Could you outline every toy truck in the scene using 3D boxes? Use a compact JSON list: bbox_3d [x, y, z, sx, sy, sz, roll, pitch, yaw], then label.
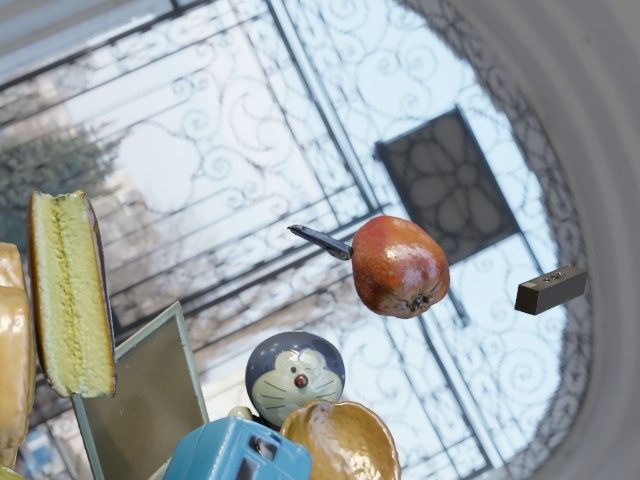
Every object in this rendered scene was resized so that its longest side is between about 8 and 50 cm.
[{"bbox_3d":[-0.132,0.390,1.421,0.162,0.385,0.161,41,-44,-21],"label":"toy truck"}]

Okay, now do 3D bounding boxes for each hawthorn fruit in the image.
[{"bbox_3d":[0.111,0.022,1.898,0.203,0.162,0.163,60,-11,32],"label":"hawthorn fruit"}]

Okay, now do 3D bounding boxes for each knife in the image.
[{"bbox_3d":[0.000,0.000,1.791,0.121,0.018,0.031,27,-27,-26],"label":"knife"}]

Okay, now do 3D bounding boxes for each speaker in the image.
[{"bbox_3d":[0.376,0.078,1.952,0.040,0.191,0.046,17,-72,33],"label":"speaker"}]

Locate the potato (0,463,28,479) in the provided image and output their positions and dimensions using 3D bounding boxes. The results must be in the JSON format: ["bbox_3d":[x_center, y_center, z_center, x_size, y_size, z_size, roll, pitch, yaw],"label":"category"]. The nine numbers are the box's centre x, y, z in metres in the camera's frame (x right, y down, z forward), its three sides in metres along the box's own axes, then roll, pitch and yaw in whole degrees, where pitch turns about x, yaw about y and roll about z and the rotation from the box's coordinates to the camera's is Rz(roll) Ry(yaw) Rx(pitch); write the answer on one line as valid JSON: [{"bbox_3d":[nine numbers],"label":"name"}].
[{"bbox_3d":[-0.310,0.280,0.952,0.212,0.280,0.330,-24,-107,50],"label":"potato"}]

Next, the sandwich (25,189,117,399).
[{"bbox_3d":[-0.288,0.060,1.378,0.088,0.090,0.244,-155,-120,-74],"label":"sandwich"}]

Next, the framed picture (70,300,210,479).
[{"bbox_3d":[-0.241,0.229,1.637,0.274,0.017,0.217,-37,120,-58],"label":"framed picture"}]

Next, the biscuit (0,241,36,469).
[{"bbox_3d":[-0.353,0.134,1.324,0.376,0.051,0.269,-176,-92,-69],"label":"biscuit"}]

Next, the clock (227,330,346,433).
[{"bbox_3d":[-0.046,0.256,1.851,0.146,0.199,0.243,-127,-140,-62],"label":"clock"}]

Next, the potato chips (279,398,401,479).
[{"bbox_3d":[0.028,0.324,1.708,0.208,0.195,0.062,43,-45,16],"label":"potato chips"}]
